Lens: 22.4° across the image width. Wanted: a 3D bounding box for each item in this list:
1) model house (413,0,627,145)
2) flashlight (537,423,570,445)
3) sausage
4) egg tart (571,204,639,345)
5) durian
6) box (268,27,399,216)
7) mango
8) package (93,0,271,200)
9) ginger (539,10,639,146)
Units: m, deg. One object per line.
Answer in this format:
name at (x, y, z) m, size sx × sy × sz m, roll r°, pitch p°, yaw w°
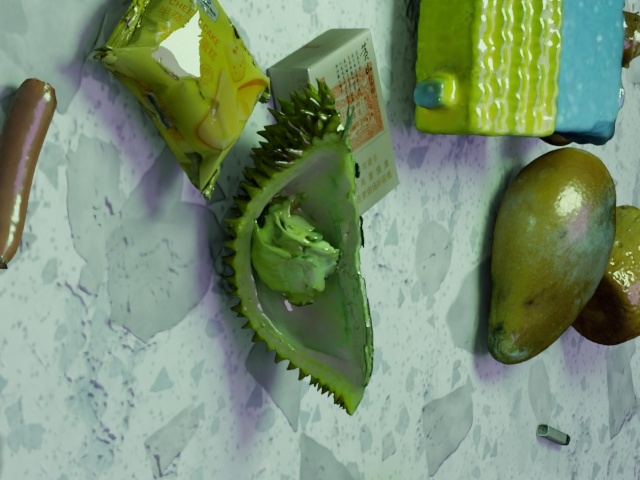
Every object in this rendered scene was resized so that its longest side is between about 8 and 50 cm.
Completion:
model house at (0.229, -0.240, 2.017) m, size 0.303 × 0.215 × 0.237 m, roll -5°, pitch 99°, yaw -52°
flashlight at (0.350, 0.291, 2.421) m, size 0.083 × 0.018 × 0.018 m, roll 28°, pitch 69°, yaw -54°
sausage at (-0.271, -0.061, 1.441) m, size 0.040 × 0.047 × 0.177 m, roll 29°, pitch 69°, yaw -50°
egg tart at (0.442, 0.066, 2.393) m, size 0.147 × 0.202 × 0.203 m, roll -35°, pitch 123°, yaw -33°
durian at (-0.008, -0.006, 1.726) m, size 0.157 × 0.169 × 0.356 m, roll -36°, pitch 131°, yaw -50°
box at (0.018, -0.127, 1.847) m, size 0.141 × 0.058 × 0.201 m, roll -38°, pitch 123°, yaw -47°
mango at (0.313, 0.025, 2.227) m, size 0.192 × 0.146 × 0.316 m, roll 25°, pitch 81°, yaw -45°
package at (-0.128, -0.168, 1.599) m, size 0.226 × 0.090 × 0.168 m, roll 56°, pitch 48°, yaw -40°
ginger at (0.368, -0.232, 2.287) m, size 0.309 × 0.133 × 0.107 m, roll -48°, pitch 147°, yaw -33°
